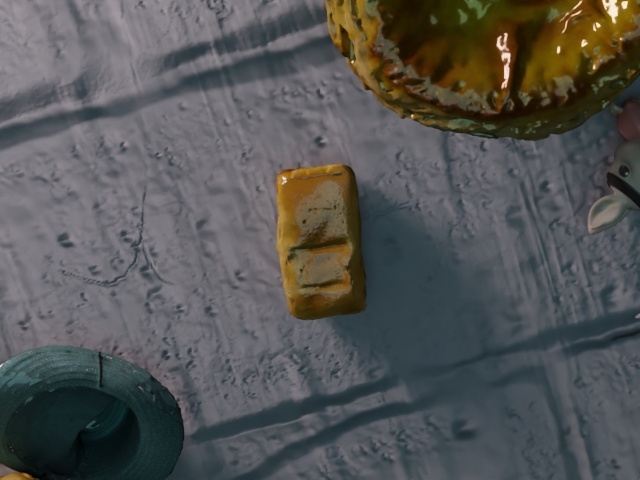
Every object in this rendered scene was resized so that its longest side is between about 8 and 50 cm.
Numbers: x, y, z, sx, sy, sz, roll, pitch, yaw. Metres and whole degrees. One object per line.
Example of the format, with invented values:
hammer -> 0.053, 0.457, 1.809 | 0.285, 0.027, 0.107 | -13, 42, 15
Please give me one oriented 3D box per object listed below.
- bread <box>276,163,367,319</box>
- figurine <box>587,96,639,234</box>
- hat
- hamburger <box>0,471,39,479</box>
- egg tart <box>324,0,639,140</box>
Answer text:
bread -> 0.000, 0.000, 1.099 | 0.074, 0.053, 0.132 | -3, 101, 2
figurine -> 0.274, -0.072, 1.076 | 0.146, 0.081, 0.098 | -24, 58, 12
hat -> -0.213, 0.150, 1.134 | 0.191, 0.078, 0.138 | 26, 112, -24
hamburger -> -0.242, 0.340, 1.082 | 0.158, 0.319, 0.318 | -20, 104, -24
egg tart -> 0.143, -0.220, 1.013 | 0.295, 0.116, 0.294 | 0, 101, 2
